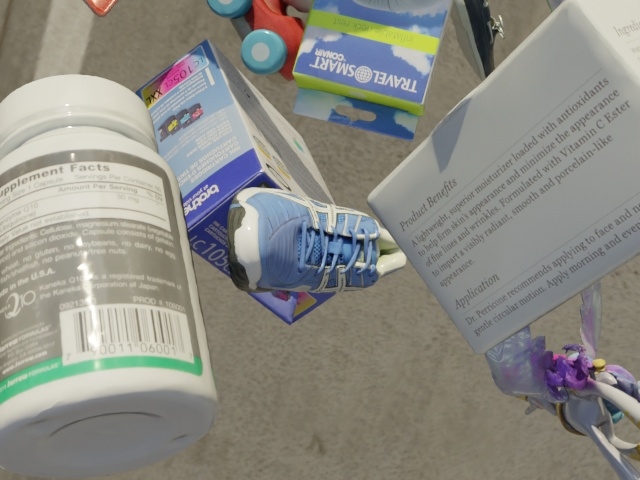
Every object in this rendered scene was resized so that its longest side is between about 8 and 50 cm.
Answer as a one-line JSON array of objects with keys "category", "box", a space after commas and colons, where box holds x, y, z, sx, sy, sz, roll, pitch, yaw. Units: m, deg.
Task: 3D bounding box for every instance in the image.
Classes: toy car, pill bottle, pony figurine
[{"category": "toy car", "box": [-0.033, -0.405, 1.380, 0.238, 0.219, 0.210, -30, 93, 15]}, {"category": "pill bottle", "box": [-0.226, 0.026, 0.801, 0.204, 0.204, 0.361, -29, 56, 21]}, {"category": "pony figurine", "box": [0.479, 0.262, 1.509, 0.363, 0.303, 0.351, 35, 143, 51]}]

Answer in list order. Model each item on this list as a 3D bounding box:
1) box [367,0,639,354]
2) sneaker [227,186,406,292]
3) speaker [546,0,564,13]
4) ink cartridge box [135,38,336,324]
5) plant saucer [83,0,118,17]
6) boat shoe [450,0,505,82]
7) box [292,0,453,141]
[{"category": "box", "box": [0.158, -0.049, 0.477, 0.119, 0.182, 0.181, 56, 137, 10]}, {"category": "sneaker", "box": [0.000, 0.000, 0.612, 0.081, 0.211, 0.080, -1, 90, 25]}, {"category": "speaker", "box": [0.364, -0.363, 1.124, 0.131, 0.131, 0.296, -23, 91, 23]}, {"category": "ink cartridge box", "box": [-0.094, -0.067, 1.157, 0.151, 0.270, 0.395, -37, 45, 10]}, {"category": "plant saucer", "box": [-0.301, -0.464, 1.036, 0.048, 0.259, 0.258, 9, 60, 42]}, {"category": "boat shoe", "box": [0.285, -0.388, 1.484, 0.079, 0.254, 0.095, -33, 46, 3]}, {"category": "box", "box": [0.047, -0.179, 0.653, 0.109, 0.042, 0.178, 15, 86, 8]}]
